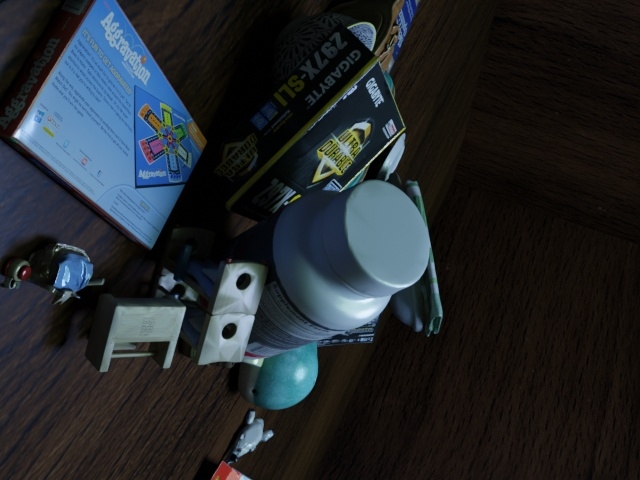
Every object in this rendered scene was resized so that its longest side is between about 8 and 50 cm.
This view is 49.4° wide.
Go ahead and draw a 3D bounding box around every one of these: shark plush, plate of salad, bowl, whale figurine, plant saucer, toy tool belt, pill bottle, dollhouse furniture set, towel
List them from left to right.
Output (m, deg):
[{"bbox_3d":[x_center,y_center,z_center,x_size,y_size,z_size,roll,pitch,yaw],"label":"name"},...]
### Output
[{"bbox_3d":[-0.233,0.030,0.620,0.083,0.051,0.052,1,109,-75],"label":"toy tool belt"},{"bbox_3d":[-0.180,0.057,0.793,0.184,0.129,0.128,6,106,-45],"label":"dollhouse furniture set"},{"bbox_3d":[-0.161,0.440,1.487,0.067,0.073,0.161,-41,-166,42],"label":"shark plush"},{"bbox_3d":[-0.054,0.216,1.377,0.272,0.141,0.216,-52,158,-52],"label":"whale figurine"},{"bbox_3d":[-0.017,0.040,0.893,0.319,0.176,0.176,-28,-156,48],"label":"pill bottle"},{"bbox_3d":[-0.013,-0.250,0.944,0.170,0.080,0.170,-42,167,-12],"label":"bowl"},{"bbox_3d":[0.164,-0.193,1.809,0.199,0.048,0.200,-58,172,-14],"label":"plate of salad"},{"bbox_3d":[0.174,0.034,1.736,0.400,0.101,0.400,-9,90,-87],"label":"plant saucer"},{"bbox_3d":[0.237,0.045,1.624,0.248,0.038,0.324,72,11,-71],"label":"towel"}]

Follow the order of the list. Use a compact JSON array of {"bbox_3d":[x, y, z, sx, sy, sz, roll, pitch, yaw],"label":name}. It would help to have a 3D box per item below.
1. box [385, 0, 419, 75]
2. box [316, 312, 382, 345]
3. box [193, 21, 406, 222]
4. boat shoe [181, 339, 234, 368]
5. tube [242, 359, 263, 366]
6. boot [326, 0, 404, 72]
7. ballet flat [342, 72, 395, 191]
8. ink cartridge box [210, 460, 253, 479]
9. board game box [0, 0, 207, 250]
[{"bbox_3d":[0.139,-0.426,1.387,0.225,0.037,0.136,-67,161,-5],"label":"box"},{"bbox_3d":[0.043,0.158,1.583,0.077,0.180,0.147,-122,-142,-51],"label":"box"},{"bbox_3d":[-0.010,-0.133,0.980,0.257,0.079,0.322,-43,167,5],"label":"box"},{"bbox_3d":[-0.114,0.117,1.104,0.257,0.095,0.095,-52,158,-50],"label":"boat shoe"},{"bbox_3d":[-0.097,0.104,1.249,0.062,0.070,0.240,27,76,-33],"label":"tube"},{"bbox_3d":[0.069,-0.332,1.179,0.220,0.109,0.283,84,23,-70],"label":"boot"},{"bbox_3d":[0.037,-0.170,1.289,0.342,0.116,0.124,-67,-174,-26],"label":"ballet flat"},{"bbox_3d":[-0.217,0.632,1.428,0.308,0.091,0.385,-59,165,-21],"label":"ink cartridge box"},{"bbox_3d":[-0.188,-0.099,0.657,0.145,0.027,0.281,-64,165,-13],"label":"board game box"}]
